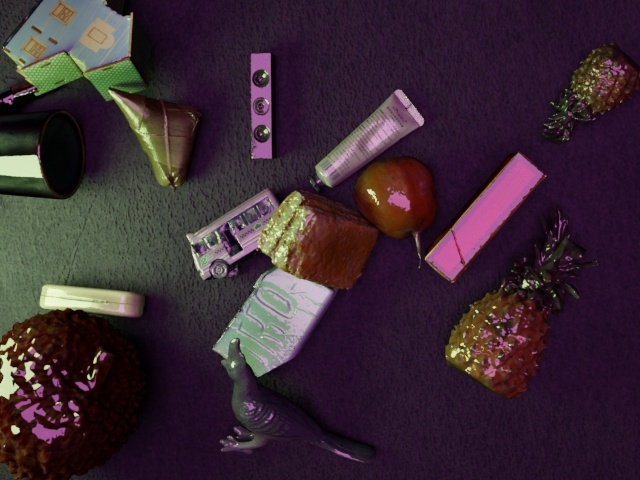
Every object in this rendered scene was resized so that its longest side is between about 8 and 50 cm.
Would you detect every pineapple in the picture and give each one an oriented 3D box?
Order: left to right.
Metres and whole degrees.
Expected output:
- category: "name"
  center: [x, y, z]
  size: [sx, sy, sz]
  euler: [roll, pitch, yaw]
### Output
- category: "pineapple"
  center: [0.359, 0.105, 1.501]
  size: [0.169, 0.169, 0.341]
  euler: [31, 90, 4]
- category: "pineapple"
  center: [0.462, -0.243, 1.481]
  size: [0.108, 0.108, 0.198]
  euler: [42, 111, 3]

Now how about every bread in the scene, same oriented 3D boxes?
- category: "bread"
  center: [0.000, 0.000, 1.507]
  size: [0.102, 0.196, 0.138]
  euler: [36, 102, 44]

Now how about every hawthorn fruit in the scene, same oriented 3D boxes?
- category: "hawthorn fruit"
  center: [0.152, -0.067, 1.503]
  size: [0.189, 0.149, 0.149]
  euler: [42, 99, 10]

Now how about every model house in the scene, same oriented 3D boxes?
- category: "model house"
  center: [-0.398, -0.349, 1.535]
  size: [0.206, 0.178, 0.271]
  euler: [33, 78, 11]

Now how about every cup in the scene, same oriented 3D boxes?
- category: "cup"
  center: [-0.551, -0.185, 1.618]
  size: [0.176, 0.240, 0.166]
  euler: [0, 137, 13]

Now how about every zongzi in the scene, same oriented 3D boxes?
- category: "zongzi"
  center: [-0.315, -0.183, 1.563]
  size: [0.176, 0.078, 0.160]
  euler: [8, 96, -33]

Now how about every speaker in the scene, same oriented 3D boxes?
- category: "speaker"
  center: [-0.104, -0.247, 1.578]
  size: [0.040, 0.046, 0.191]
  euler: [0, 96, 9]

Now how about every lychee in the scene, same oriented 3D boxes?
- category: "lychee"
  center: [-0.470, 0.280, 1.556]
  size: [0.330, 0.306, 0.306]
  euler: [-34, 89, 37]

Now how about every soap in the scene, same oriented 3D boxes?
- category: "soap"
  center: [-0.088, 0.150, 1.586]
  size: [0.145, 0.091, 0.231]
  euler: [32, 97, 4]

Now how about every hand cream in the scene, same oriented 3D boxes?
- category: "hand cream"
  center: [0.077, -0.174, 1.563]
  size: [0.234, 0.050, 0.080]
  euler: [-38, 88, 5]

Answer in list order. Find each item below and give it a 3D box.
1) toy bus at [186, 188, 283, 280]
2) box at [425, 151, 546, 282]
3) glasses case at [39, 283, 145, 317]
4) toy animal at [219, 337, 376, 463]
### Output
- category: "toy bus"
  center: [-0.145, -0.009, 1.578]
  size: [0.198, 0.096, 0.108]
  euler: [-31, 86, 7]
- category: "box"
  center: [0.281, -0.044, 1.488]
  size: [0.074, 0.153, 0.240]
  euler: [39, 99, -1]
- category: "glasses case"
  center: [-0.435, 0.116, 1.633]
  size: [0.196, 0.083, 0.050]
  euler: [5, 81, 6]
- category: "toy animal"
  center: [-0.091, 0.338, 1.579]
  size: [0.205, 0.081, 0.367]
  euler: [-36, 114, 29]
